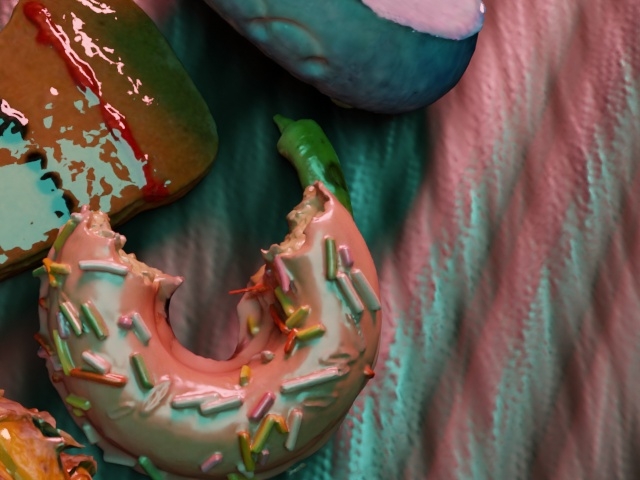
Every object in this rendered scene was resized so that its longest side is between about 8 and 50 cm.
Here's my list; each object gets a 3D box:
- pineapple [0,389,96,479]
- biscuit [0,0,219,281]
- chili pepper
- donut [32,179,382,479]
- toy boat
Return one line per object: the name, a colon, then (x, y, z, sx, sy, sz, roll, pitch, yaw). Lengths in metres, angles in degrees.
pineapple: (-0.245, 0.227, 0.581, 0.352, 0.352, 0.300, -1, 63, -13)
biscuit: (-0.233, -0.108, 0.829, 0.277, 0.052, 0.262, -24, 79, -18)
chili pepper: (0.001, 0.000, 0.852, 0.049, 0.043, 0.208, 1, 72, -25)
donut: (-0.066, 0.063, 0.767, 0.233, 0.085, 0.199, -8, 84, -11)
toy boat: (-0.031, -0.217, 0.871, 0.330, 0.123, 0.215, 40, 39, -4)
